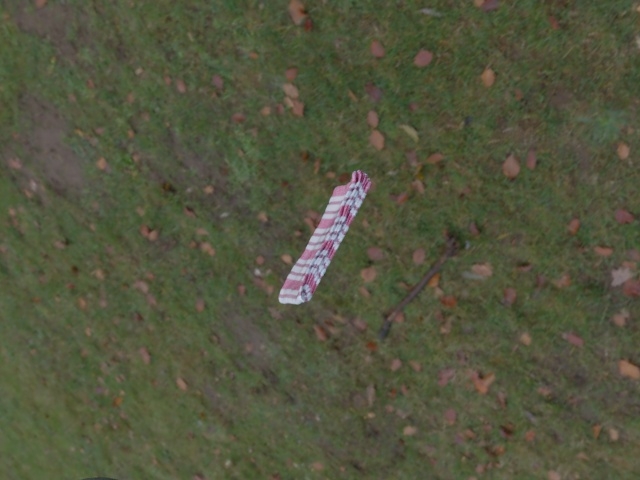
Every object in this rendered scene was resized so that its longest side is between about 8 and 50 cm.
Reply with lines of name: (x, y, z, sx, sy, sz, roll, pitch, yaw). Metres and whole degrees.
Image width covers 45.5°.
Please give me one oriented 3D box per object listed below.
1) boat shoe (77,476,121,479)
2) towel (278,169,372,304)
boat shoe: (-0.069, 0.277, 0.557, 0.320, 0.118, 0.103, 39, -171, -31)
towel: (0.000, 0.000, 1.059, 0.029, 0.197, 0.144, 30, 167, -9)
